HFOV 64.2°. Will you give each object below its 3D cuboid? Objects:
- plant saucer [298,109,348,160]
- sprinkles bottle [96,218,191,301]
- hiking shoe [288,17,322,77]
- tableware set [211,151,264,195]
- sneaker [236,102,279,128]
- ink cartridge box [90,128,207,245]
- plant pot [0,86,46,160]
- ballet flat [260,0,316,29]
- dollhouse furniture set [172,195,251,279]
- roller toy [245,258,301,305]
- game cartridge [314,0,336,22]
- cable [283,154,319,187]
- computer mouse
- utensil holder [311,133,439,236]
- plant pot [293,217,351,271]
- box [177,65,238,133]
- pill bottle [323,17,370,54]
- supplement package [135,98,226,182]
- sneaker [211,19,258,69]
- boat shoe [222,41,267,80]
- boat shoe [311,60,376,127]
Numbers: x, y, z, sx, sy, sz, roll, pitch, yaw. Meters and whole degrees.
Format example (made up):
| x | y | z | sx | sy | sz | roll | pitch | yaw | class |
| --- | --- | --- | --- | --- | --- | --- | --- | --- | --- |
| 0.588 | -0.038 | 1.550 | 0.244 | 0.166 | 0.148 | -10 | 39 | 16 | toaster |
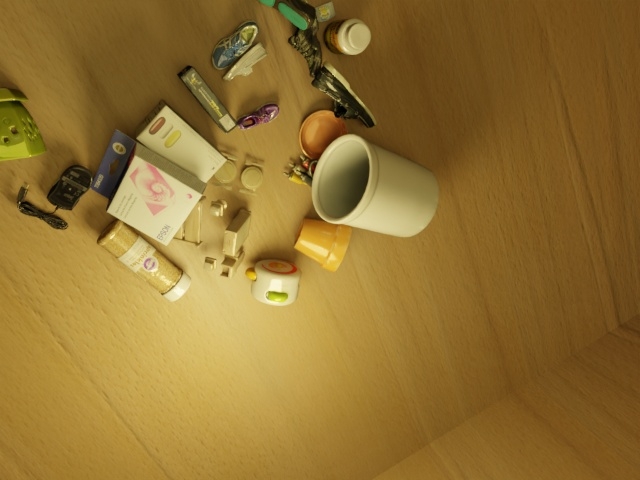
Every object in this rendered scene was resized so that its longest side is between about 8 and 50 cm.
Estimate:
| x | y | z | sx | sy | sz | roll | pitch | yaw | class |
| --- | --- | --- | --- | --- | --- | --- | --- | --- | --- |
| 0.008 | -0.406 | 1.982 | 0.200 | 0.037 | 0.200 | -6 | 111 | -17 | plant saucer |
| -0.644 | 0.077 | 1.878 | 0.121 | 0.121 | 0.355 | -44 | 117 | 0 | sprinkles bottle |
| -0.059 | -0.698 | 1.832 | 0.114 | 0.086 | 0.227 | -9 | 104 | -8 | hiking shoe |
| -0.313 | -0.248 | 1.925 | 0.194 | 0.039 | 0.128 | 12 | 93 | -30 | tableware set |
| -0.223 | -0.446 | 1.864 | 0.170 | 0.071 | 0.068 | -30 | 117 | -8 | sneaker |
| -0.594 | -0.162 | 1.711 | 0.330 | 0.071 | 0.324 | 31 | 134 | -17 | ink cartridge box |
| -0.991 | -0.346 | 1.540 | 0.227 | 0.228 | 0.207 | -10 | 107 | -16 | plant pot |
| -0.135 | -0.829 | 1.735 | 0.280 | 0.095 | 0.096 | 34 | 70 | -11 | ballet flat |
| -0.463 | -0.054 | 1.943 | 0.355 | 0.174 | 0.303 | 15 | 120 | 6 | dollhouse furniture set |
| -0.178 | 0.158 | 2.042 | 0.191 | 0.209 | 0.146 | -13 | 119 | -54 | roller toy |
| 0.013 | -0.821 | 1.840 | 0.083 | 0.017 | 0.056 | -26 | 120 | -9 | game cartridge |
| -0.006 | -0.232 | 2.035 | 0.139 | 0.072 | 0.287 | -42 | 127 | 14 | cable |
| -0.901 | -0.173 | 1.728 | 0.184 | 0.060 | 0.262 | 27 | 110 | -31 | computer mouse |
| 0.216 | -0.192 | 1.942 | 0.385 | 0.327 | 0.328 | 12 | 105 | -38 | utensil holder |
| 0.000 | 0.000 | 2.056 | 0.188 | 0.205 | 0.205 | 21 | 102 | -9 | plant pot |
| -0.384 | -0.479 | 1.729 | 0.059 | 0.183 | 0.233 | -39 | 117 | -3 | box |
| 0.097 | -0.717 | 1.797 | 0.117 | 0.215 | 0.117 | -7 | 111 | -18 | pill bottle |
| -0.478 | -0.328 | 1.740 | 0.145 | 0.204 | 0.262 | -48 | 118 | 2 | supplement package |
| -0.294 | -0.673 | 1.747 | 0.080 | 0.081 | 0.211 | 40 | 94 | -29 | sneaker |
| -0.263 | -0.616 | 1.795 | 0.184 | 0.066 | 0.063 | -47 | 117 | -9 | boat shoe |
| 0.086 | -0.512 | 1.905 | 0.113 | 0.127 | 0.340 | -44 | 139 | 8 | boat shoe |
